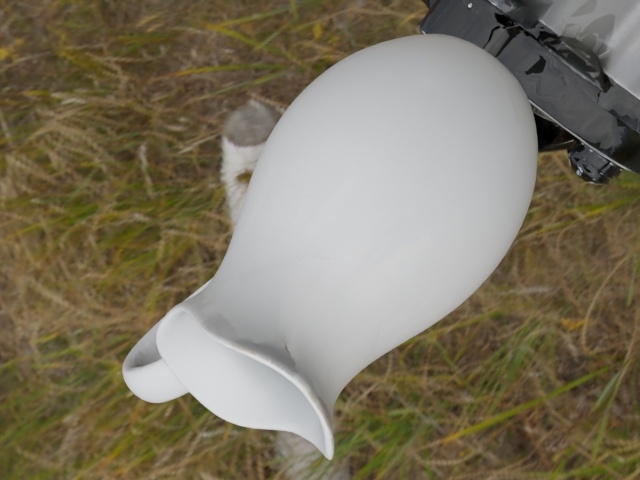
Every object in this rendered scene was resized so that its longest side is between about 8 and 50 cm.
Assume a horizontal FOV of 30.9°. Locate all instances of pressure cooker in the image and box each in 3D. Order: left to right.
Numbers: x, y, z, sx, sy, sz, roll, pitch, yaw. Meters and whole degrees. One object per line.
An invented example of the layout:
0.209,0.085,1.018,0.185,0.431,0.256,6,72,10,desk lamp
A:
0.285,-0.255,1.089,0.370,0.375,0.420,31,112,-17,pressure cooker

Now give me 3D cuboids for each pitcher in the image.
0.000,0.000,0.562,0.177,0.207,0.125,-6,129,53,pitcher
